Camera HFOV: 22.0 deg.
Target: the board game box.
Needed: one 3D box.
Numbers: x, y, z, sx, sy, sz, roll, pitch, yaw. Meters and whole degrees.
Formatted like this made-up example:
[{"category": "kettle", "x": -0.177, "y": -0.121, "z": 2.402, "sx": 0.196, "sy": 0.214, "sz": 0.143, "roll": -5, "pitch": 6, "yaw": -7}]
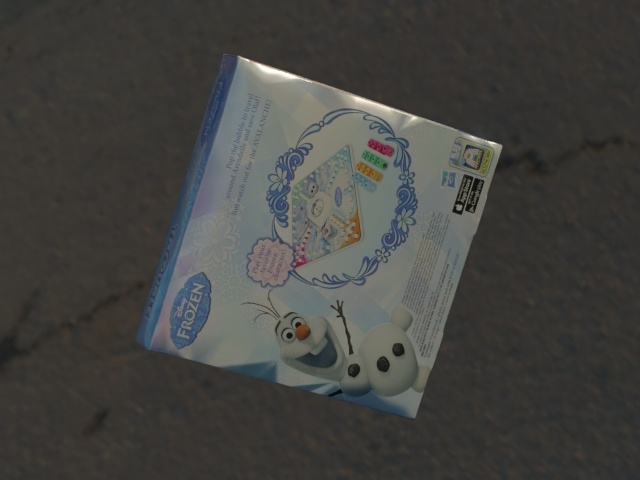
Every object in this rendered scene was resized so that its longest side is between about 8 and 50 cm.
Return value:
[{"category": "board game box", "x": 0.000, "y": 0.000, "z": 0.499, "sx": 0.020, "sy": 0.090, "sz": 0.090, "roll": 23, "pitch": 95, "yaw": 68}]
